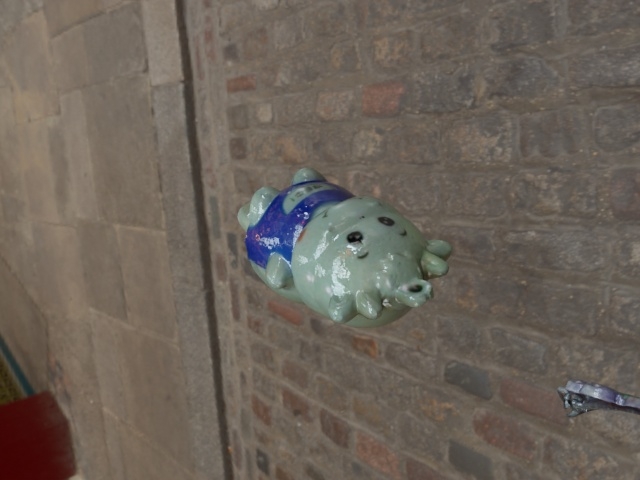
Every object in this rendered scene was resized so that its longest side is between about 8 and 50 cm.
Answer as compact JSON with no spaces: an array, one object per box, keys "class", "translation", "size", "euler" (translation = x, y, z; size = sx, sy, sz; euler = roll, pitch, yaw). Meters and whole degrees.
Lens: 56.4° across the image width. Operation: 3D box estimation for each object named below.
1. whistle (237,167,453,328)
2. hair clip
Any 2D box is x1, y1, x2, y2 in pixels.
[{"class":"whistle","translation":[0.000,0.000,0.453],"size":[0.244,0.110,0.092],"euler":[29,142,54]},{"class":"hair clip","translation":[0.371,0.209,0.739],"size":[0.195,0.124,0.052],"euler":[-8,70,66]}]
